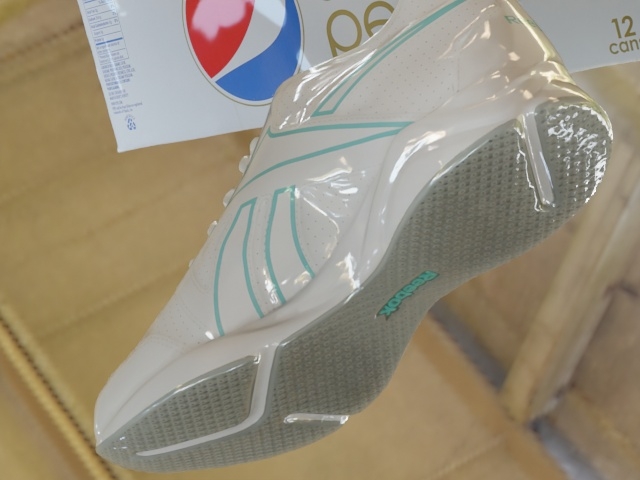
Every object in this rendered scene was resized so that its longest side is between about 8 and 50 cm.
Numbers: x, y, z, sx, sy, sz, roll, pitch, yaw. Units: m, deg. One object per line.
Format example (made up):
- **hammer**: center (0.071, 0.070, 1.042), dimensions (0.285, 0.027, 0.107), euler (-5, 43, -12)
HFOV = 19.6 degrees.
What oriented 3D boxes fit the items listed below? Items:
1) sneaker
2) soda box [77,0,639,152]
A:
- **sneaker**: center (0.000, 0.000, 0.433), dimensions (0.053, 0.152, 0.061), euler (21, -144, -46)
- **soda box**: center (0.024, -0.078, 0.546), dimensions (0.216, 0.069, 0.074), euler (-5, -168, 44)
